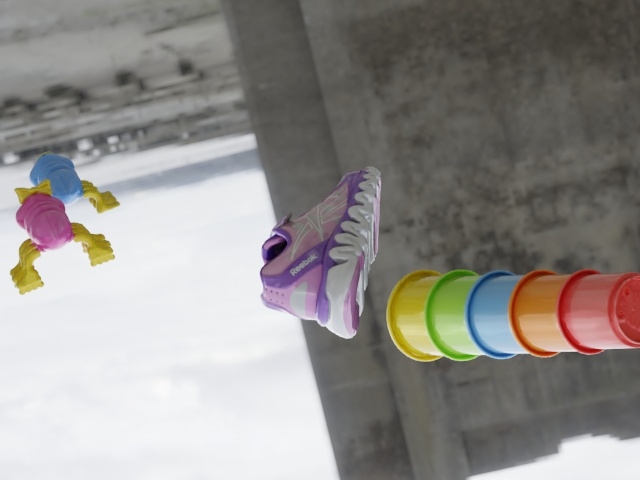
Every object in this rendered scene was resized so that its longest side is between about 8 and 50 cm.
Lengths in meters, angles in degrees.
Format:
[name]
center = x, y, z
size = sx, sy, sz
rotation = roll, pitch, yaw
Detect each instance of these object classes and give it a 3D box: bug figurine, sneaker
[bug figurine]
center = -0.301, -0.003, 1.187
size = 0.279, 0.072, 0.216
rotation = -24, -154, -18
[sneaker]
center = 0.000, 0.000, 1.317
size = 0.105, 0.095, 0.236
rotation = 4, -149, 10

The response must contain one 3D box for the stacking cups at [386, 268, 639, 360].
[stacking cups]
center = 0.191, 0.069, 1.279
size = 0.096, 0.096, 0.316
rotation = -17, -173, -33
